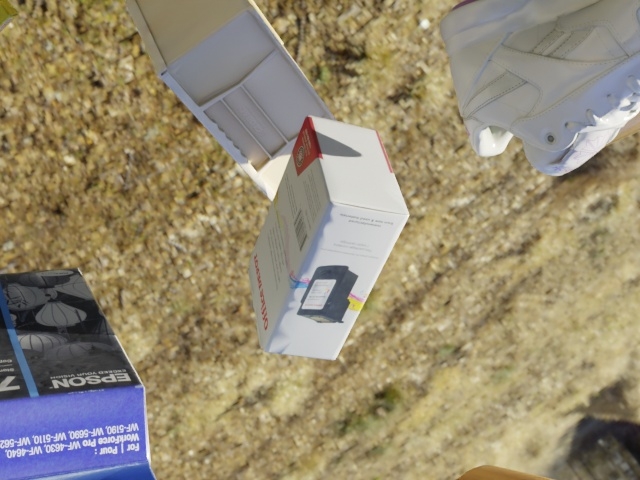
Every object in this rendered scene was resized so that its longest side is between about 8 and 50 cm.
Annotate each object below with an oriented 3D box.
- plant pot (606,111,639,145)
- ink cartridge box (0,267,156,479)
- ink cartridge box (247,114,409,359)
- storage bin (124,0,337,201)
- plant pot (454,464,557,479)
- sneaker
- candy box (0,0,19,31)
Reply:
[{"bbox_3d":[0.346,-0.224,0.985,0.254,0.237,0.237,-13,153,23],"label":"plant pot"},{"bbox_3d":[-0.250,0.112,0.779,0.166,0.333,0.065,-4,112,-26],"label":"ink cartridge box"},{"bbox_3d":[0.000,0.000,0.825,0.072,0.127,0.175,9,128,-20],"label":"ink cartridge box"},{"bbox_3d":[-0.102,-0.212,1.126,0.123,0.262,0.260,-35,134,5],"label":"storage bin"},{"bbox_3d":[0.183,0.271,0.733,0.205,0.188,0.205,-14,112,-37],"label":"plant pot"},{"bbox_3d":[0.217,-0.127,0.677,0.114,0.152,0.305,-8,-176,-35],"label":"sneaker"},{"bbox_3d":[-0.464,-0.319,1.113,0.105,0.206,0.027,-35,-170,26],"label":"candy box"}]
